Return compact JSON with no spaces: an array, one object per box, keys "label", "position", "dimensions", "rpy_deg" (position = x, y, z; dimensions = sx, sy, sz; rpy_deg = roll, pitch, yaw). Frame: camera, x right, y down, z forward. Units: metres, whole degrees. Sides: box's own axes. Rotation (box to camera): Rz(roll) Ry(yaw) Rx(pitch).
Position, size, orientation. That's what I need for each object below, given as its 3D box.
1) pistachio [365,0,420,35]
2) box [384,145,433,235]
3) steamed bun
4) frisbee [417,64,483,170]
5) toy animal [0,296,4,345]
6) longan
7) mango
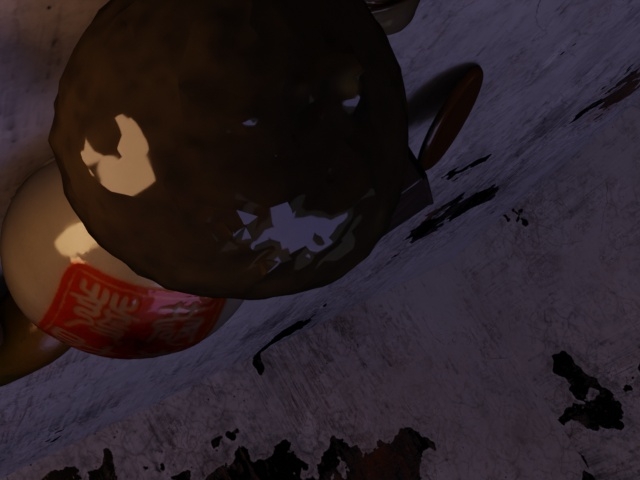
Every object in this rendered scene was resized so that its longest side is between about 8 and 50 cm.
[{"label":"pistachio","position":[0.062,-0.317,1.126],"dimensions":[0.149,0.113,0.113],"rpy_deg":[-26,166,-26]},{"label":"box","position":[0.123,-0.134,1.767],"dimensions":[0.153,0.188,0.252],"rpy_deg":[-32,169,2]},{"label":"steamed bun","position":[-0.262,0.040,1.221],"dimensions":[0.374,0.241,0.374],"rpy_deg":[-9,153,-4]},{"label":"frisbee","position":[0.275,-0.253,1.802],"dimensions":[0.251,0.021,0.251],"rpy_deg":[-54,165,-21]},{"label":"toy animal","position":[-0.592,0.141,1.381],"dimensions":[0.188,0.179,0.089],"rpy_deg":[4,177,17]},{"label":"longan","position":[-0.088,-0.116,0.935],"dimensions":[0.391,0.391,0.391],"rpy_deg":[-29,167,-8]},{"label":"mango","position":[-0.505,0.150,1.474],"dimensions":[0.254,0.139,0.175],"rpy_deg":[-31,-160,26]}]
